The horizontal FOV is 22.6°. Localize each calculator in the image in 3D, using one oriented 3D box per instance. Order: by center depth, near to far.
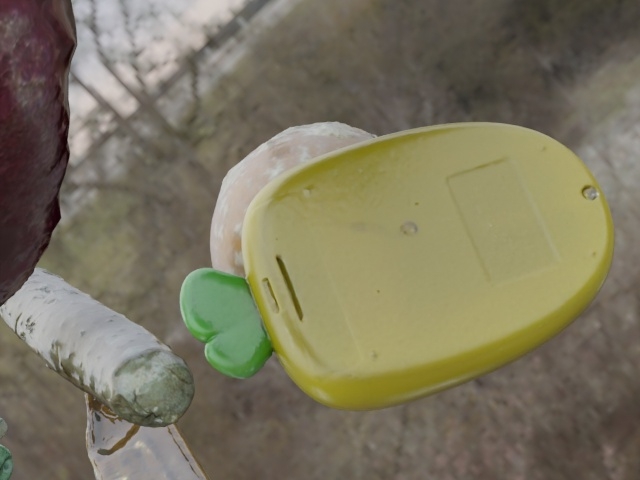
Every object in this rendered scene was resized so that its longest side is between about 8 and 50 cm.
[{"bbox_3d":[0.042,0.012,0.848,0.235,0.146,0.032,-19,-22,-10],"label":"calculator"}]

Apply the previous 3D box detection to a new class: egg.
[{"bbox_3d":[0.000,0.000,1.383,0.203,0.203,0.245,-42,4,15],"label":"egg"}]

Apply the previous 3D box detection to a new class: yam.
[{"bbox_3d":[-0.182,0.081,1.265,0.071,0.067,0.317,-38,25,-16],"label":"yam"}]

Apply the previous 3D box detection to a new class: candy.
[{"bbox_3d":[-0.157,0.219,1.505,0.101,0.143,0.271,-33,40,-2],"label":"candy"}]

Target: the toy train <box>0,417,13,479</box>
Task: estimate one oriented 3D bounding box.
[{"bbox_3d":[-0.341,0.167,1.353,0.194,0.125,0.081,2,41,35],"label":"toy train"}]

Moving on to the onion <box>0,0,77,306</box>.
[{"bbox_3d":[-0.219,-0.044,0.513,0.272,0.272,0.195,-39,15,37],"label":"onion"}]
